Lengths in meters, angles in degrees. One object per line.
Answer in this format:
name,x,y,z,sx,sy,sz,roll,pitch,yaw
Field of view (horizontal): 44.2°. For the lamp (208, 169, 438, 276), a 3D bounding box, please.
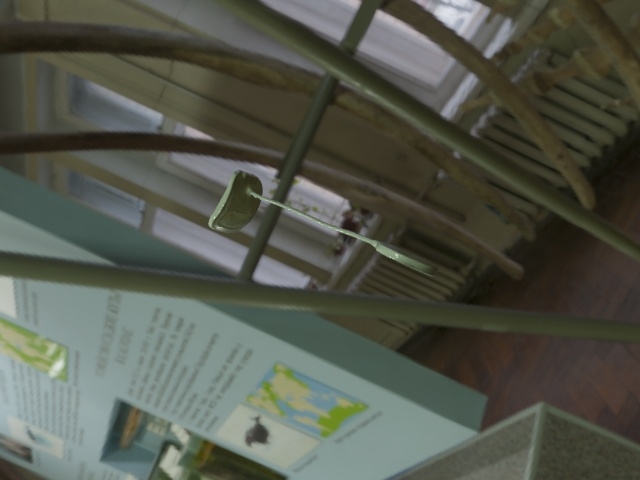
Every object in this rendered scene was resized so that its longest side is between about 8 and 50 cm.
lamp,0.000,0.000,0.629,0.050,0.198,0.056,18,-84,-61
